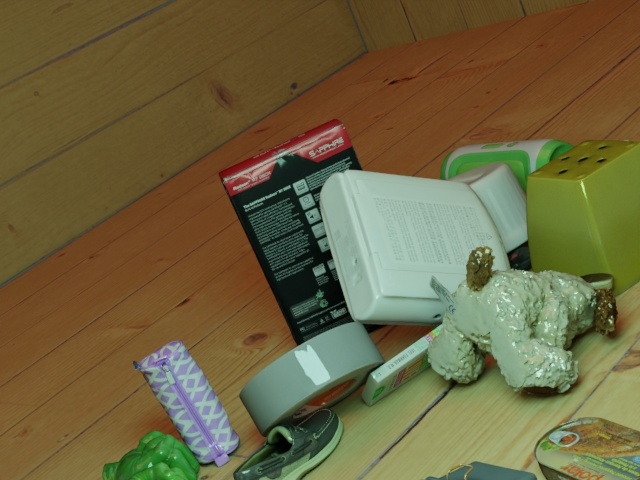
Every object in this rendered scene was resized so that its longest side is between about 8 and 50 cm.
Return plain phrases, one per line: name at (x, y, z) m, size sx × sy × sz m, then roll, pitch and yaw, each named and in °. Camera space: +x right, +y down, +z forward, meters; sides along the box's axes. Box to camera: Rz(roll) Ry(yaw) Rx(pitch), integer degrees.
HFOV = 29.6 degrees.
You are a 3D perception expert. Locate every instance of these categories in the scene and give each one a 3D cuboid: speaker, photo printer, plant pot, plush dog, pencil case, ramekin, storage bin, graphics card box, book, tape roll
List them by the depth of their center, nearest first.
storage bin at (0.194, 0.307, 1.444) m, size 0.091 × 0.098 × 0.135 m, roll -23°, pitch 14°, yaw -36°
plush dog at (0.305, 0.104, 1.777) m, size 0.225 × 0.210 × 0.262 m, roll -7°, pitch 4°, yaw -37°
tape roll at (-0.012, 0.211, 1.830) m, size 0.219 × 0.072 × 0.219 m, roll -29°, pitch -16°, yaw -9°
book at (0.129, 0.191, 1.867) m, size 0.144 × 0.035 × 0.096 m, roll -32°, pitch -20°, yaw -22°
pencil case at (-0.206, 0.255, 1.912) m, size 0.086 × 0.206 × 0.088 m, roll -34°, pitch 14°, yaw -13°
photo printer at (0.167, 0.016, 1.947) m, size 0.308 × 0.256 × 0.107 m, roll 3°, pitch -34°, yaw -33°
plant pot at (0.459, -0.051, 1.989) m, size 0.212 × 0.187 × 0.212 m, roll -31°, pitch 19°, yaw -21°
graphics card box at (0.000, 0.000, 2.117) m, size 0.233 × 0.371 × 0.094 m, roll -26°, pitch 18°, yaw -5°
ramekin at (0.255, -0.036, 2.215) m, size 0.277 × 0.135 × 0.277 m, roll -25°, pitch 7°, yaw 3°
speaker at (0.381, -0.137, 2.438) m, size 0.131 × 0.131 × 0.296 m, roll -35°, pitch 21°, yaw -32°

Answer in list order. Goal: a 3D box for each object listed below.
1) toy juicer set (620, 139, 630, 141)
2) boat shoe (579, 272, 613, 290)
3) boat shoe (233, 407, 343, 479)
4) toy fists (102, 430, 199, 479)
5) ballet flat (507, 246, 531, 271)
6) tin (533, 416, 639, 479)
toy juicer set at (0.610, -0.112, 1.989) m, size 0.329 × 0.209 × 0.089 m, roll -9°, pitch 60°, yaw 42°
boat shoe at (0.398, 0.087, 1.895) m, size 0.135 × 0.045 × 0.050 m, roll -18°, pitch 11°, yaw 30°
boat shoe at (-0.046, 0.305, 1.772) m, size 0.080 × 0.073 × 0.223 m, roll -8°, pitch 23°, yaw 42°
toy fists at (-0.253, 0.372, 1.805) m, size 0.142 × 0.096 × 0.279 m, roll -23°, pitch 16°, yaw -1°
ballet flat at (0.301, 0.069, 2.096) m, size 0.173 × 0.049 × 0.057 m, roll -30°, pitch 61°, yaw -15°
tin at (0.338, 0.266, 1.461) m, size 0.106 × 0.040 × 0.190 m, roll -26°, pitch 17°, yaw -22°
